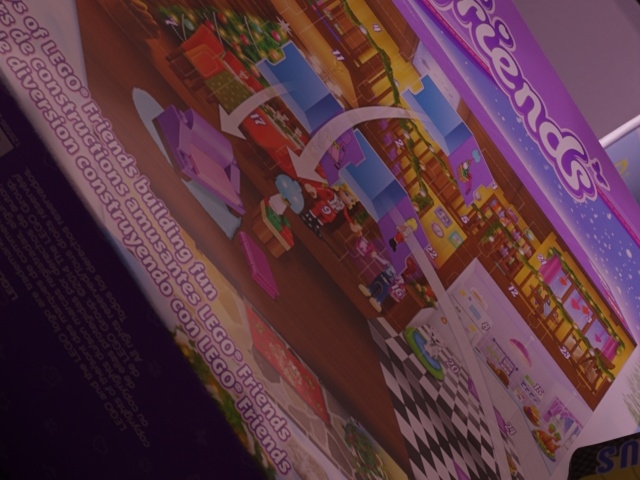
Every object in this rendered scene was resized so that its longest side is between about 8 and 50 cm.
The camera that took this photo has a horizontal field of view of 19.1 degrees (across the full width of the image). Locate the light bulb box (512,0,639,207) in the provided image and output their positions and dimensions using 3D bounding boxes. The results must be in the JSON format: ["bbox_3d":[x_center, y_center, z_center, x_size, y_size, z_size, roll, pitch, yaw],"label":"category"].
[{"bbox_3d":[0.100,-0.066,0.825,0.225,0.361,0.358,58,2,24],"label":"light bulb box"}]

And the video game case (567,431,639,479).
[{"bbox_3d":[0.099,0.179,0.313,0.232,0.041,0.210,57,28,-26],"label":"video game case"}]

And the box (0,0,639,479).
[{"bbox_3d":[0.028,0.043,0.430,0.293,0.057,0.201,57,33,-6],"label":"box"}]
